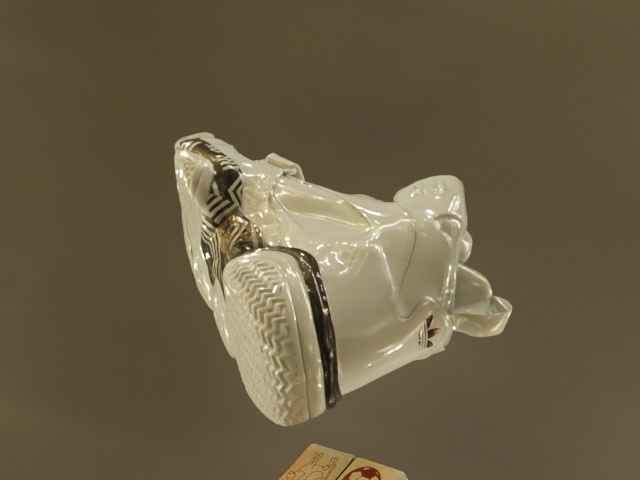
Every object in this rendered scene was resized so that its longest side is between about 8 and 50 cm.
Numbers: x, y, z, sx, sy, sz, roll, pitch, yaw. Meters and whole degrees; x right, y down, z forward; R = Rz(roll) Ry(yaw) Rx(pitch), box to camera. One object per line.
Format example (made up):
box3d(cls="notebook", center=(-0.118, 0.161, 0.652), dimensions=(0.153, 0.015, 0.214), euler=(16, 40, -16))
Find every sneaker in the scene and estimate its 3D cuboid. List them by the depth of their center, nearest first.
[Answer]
box3d(cls="sneaker", center=(0.000, 0.000, 0.692), dimensions=(0.210, 0.366, 0.137), euler=(-12, -56, -17))

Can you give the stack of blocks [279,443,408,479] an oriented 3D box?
box3d(cls="stack of blocks", center=(0.024, 0.316, 0.549), dimensions=(0.171, 0.087, 0.297), euler=(-40, -61, -37))
